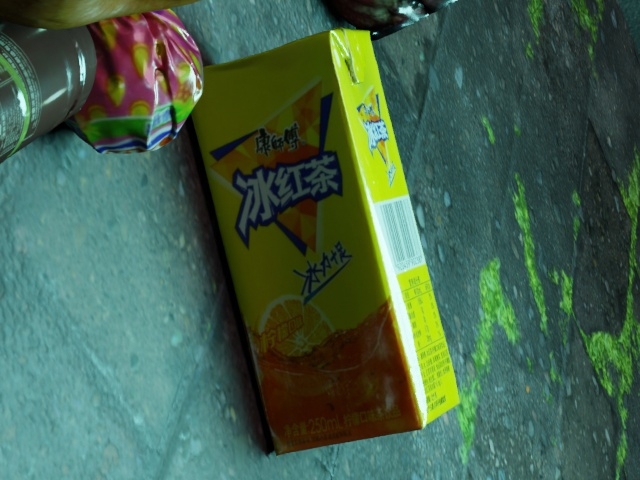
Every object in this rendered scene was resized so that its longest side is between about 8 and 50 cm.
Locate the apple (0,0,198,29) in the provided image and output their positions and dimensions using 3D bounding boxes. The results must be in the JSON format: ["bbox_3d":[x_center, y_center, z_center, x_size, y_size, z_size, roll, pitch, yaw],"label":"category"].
[{"bbox_3d":[-0.127,-0.245,1.033,0.272,0.251,0.206,-18,96,-35],"label":"apple"}]

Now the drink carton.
[{"bbox_3d":[0.000,0.000,1.483,0.111,0.155,0.351,-18,94,-68],"label":"drink carton"}]

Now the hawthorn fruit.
[{"bbox_3d":[0.073,-0.348,1.827,0.189,0.189,0.251,12,60,-65],"label":"hawthorn fruit"}]

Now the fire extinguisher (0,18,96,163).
[{"bbox_3d":[-0.253,-0.081,1.020,0.141,0.105,0.341,56,26,-8],"label":"fire extinguisher"}]

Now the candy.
[{"bbox_3d":[-0.157,-0.239,1.212,0.124,0.124,0.365,-53,143,-61],"label":"candy"}]
